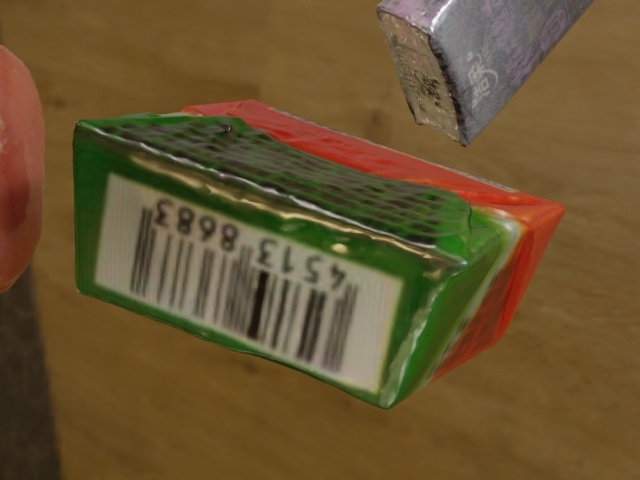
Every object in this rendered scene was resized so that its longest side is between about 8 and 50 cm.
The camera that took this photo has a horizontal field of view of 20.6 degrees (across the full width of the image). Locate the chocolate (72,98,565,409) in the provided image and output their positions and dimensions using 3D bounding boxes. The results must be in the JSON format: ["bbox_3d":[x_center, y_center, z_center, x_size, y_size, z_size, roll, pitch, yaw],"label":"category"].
[{"bbox_3d":[0.000,0.000,1.559,0.360,0.341,0.161,20,105,20],"label":"chocolate"}]

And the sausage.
[{"bbox_3d":[-0.335,-0.064,1.687,0.148,0.148,0.254,-6,89,55],"label":"sausage"}]

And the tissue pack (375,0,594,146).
[{"bbox_3d":[0.105,-0.146,1.028,0.051,0.112,0.156,29,69,33],"label":"tissue pack"}]
